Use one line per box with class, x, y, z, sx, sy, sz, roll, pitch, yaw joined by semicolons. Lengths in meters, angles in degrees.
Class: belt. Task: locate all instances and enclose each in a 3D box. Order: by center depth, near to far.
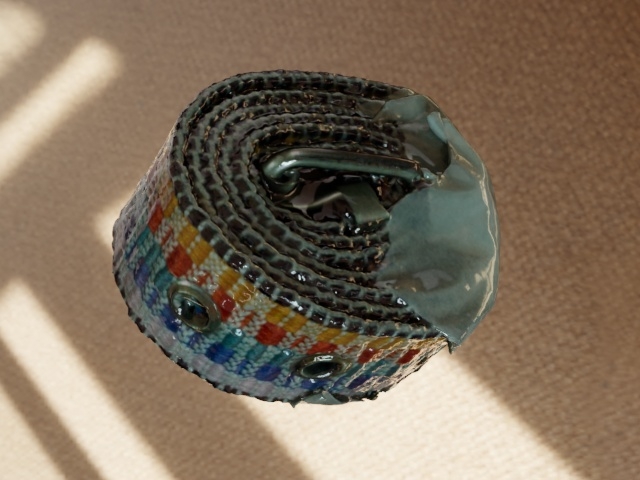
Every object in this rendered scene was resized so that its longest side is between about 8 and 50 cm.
belt;0.000;0.000;0.812;0.150;0.257;0.207;-47;47;46
